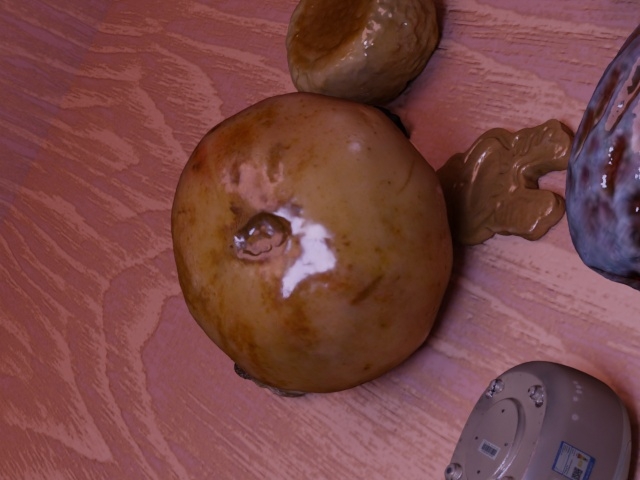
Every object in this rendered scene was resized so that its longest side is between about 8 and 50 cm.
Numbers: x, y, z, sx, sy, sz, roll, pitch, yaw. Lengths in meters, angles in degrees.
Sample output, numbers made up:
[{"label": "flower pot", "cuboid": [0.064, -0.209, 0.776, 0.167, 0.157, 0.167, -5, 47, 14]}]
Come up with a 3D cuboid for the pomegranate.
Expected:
[{"label": "pomegranate", "cuboid": [0.000, 0.000, 1.473, 0.338, 0.338, 0.338, -39, 37, 37]}]

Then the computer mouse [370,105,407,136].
[{"label": "computer mouse", "cuboid": [0.031, -0.070, 1.694, 0.147, 0.088, 0.264, -16, 51, 50]}]

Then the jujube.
[{"label": "jujube", "cuboid": [0.332, -0.081, 1.037, 0.308, 0.246, 0.215, -45, 36, 12]}]

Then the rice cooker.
[{"label": "rice cooker", "cuboid": [0.191, 0.207, 1.157, 0.145, 0.127, 0.206, 0, 59, 60]}]

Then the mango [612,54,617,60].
[{"label": "mango", "cuboid": [0.336, -0.153, 1.229, 0.145, 0.112, 0.219, -44, 4, -23]}]

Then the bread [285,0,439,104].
[{"label": "bread", "cuboid": [0.062, -0.284, 1.763, 0.244, 0.134, 0.244, -36, 38, 35]}]

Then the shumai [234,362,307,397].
[{"label": "shumai", "cuboid": [-0.043, 0.145, 1.650, 0.139, 0.105, 0.123, -21, 5, 39]}]

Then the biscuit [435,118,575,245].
[{"label": "biscuit", "cuboid": [0.196, -0.063, 1.469, 0.236, 0.040, 0.144, -4, 58, 55]}]
